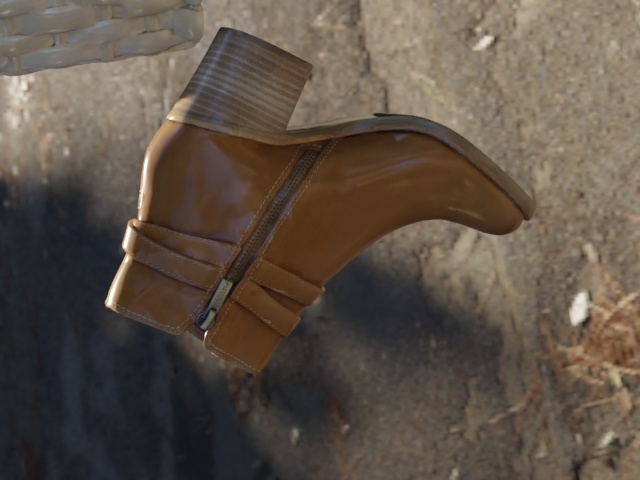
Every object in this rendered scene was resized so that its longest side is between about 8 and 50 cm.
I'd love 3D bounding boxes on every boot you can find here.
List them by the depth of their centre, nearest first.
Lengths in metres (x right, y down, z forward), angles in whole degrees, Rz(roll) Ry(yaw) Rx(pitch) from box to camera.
[{"bbox_3d":[0.000,0.000,0.641,0.152,0.197,0.073,-67,12,-1],"label":"boot"}]

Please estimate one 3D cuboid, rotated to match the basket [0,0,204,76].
[{"bbox_3d":[-0.257,-0.302,0.849,0.328,0.331,0.266,96,160,-47],"label":"basket"}]
